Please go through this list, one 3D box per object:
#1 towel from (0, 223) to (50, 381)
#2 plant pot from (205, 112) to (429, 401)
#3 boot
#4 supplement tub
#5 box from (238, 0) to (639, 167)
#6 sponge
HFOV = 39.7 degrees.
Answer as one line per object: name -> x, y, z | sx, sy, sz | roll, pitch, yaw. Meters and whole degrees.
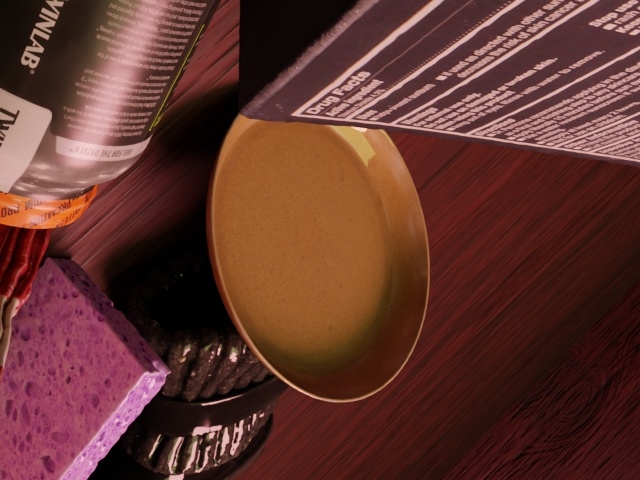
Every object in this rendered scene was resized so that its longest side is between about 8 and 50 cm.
towel -> -0.200, 0.134, 0.420 | 0.037, 0.329, 0.237 | 24, 114, -21
plant pot -> 0.000, 0.000, 0.655 | 0.032, 0.237, 0.236 | -12, -178, 42
boot -> -0.142, 0.155, 0.701 | 0.348, 0.131, 0.260 | -41, 164, -38
supplement tub -> -0.108, -0.106, 0.384 | 0.117, 0.117, 0.190 | -5, 132, -56
box -> 0.149, -0.161, 0.373 | 0.293, 0.183, 0.296 | 3, 167, -25
sponge -> -0.201, 0.125, 0.586 | 0.210, 0.117, 0.031 | -51, 154, 9
